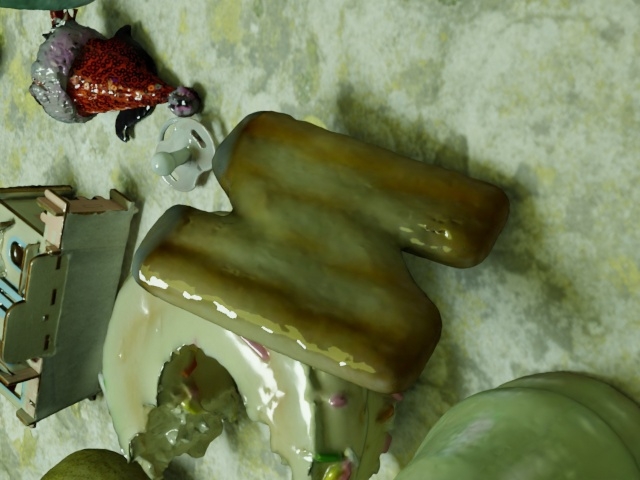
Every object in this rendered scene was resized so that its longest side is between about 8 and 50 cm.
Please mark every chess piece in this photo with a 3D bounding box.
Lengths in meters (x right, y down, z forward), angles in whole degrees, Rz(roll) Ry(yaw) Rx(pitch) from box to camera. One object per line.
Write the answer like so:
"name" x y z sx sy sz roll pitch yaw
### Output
"chess piece" 0.075 0.251 0.754 0.234 0.442 0.234 7 101 41

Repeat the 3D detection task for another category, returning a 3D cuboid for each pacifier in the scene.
"pacifier" -0.169 -0.098 1.177 0.081 0.078 0.099 50 129 5

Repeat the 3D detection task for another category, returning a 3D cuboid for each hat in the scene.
"hat" -0.239 -0.197 1.232 0.228 0.129 0.140 15 84 23

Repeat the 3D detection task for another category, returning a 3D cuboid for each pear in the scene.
"pear" -0.266 0.369 1.261 0.211 0.188 0.228 -24 78 45

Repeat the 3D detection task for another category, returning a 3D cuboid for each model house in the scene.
"model house" -0.396 0.049 1.353 0.244 0.169 0.325 34 119 37

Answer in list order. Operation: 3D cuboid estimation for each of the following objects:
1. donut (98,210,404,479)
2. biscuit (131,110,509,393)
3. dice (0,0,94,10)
"donut" -0.081 0.117 1.080 0.371 0.150 0.307 -2 94 43
"biscuit" 0.000 0.000 0.922 0.291 0.236 0.062 19 147 22
"dice" -0.381 -0.477 1.149 0.328 0.330 0.348 40 122 31
